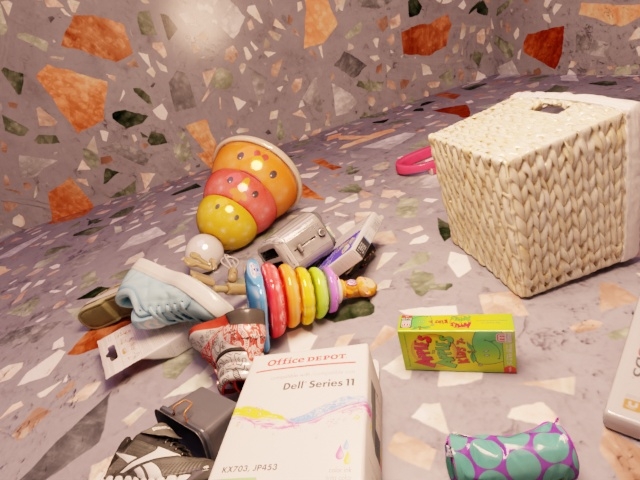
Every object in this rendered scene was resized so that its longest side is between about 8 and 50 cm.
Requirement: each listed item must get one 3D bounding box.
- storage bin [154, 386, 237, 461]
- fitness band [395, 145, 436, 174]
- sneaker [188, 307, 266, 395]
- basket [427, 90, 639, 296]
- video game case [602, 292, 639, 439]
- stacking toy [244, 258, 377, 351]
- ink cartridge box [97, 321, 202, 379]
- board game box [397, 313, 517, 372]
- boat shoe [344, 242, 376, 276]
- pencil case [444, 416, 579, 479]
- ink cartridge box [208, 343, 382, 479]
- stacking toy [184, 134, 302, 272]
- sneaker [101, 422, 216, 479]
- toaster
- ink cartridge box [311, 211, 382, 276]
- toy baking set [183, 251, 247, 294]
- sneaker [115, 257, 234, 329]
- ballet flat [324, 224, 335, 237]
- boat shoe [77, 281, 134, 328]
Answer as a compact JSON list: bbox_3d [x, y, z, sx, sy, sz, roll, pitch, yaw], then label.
[{"bbox_3d":[-0.202,0.304,0.683,0.135,0.098,0.091,5,23,36],"label":"storage bin"},{"bbox_3d":[0.439,-0.322,1.592,0.290,0.054,0.209,-23,24,-16],"label":"fitness band"},{"bbox_3d":[-0.197,0.235,0.800,0.270,0.090,0.145,-30,55,44],"label":"sneaker"},{"bbox_3d":[0.442,-0.110,0.868,0.266,0.332,0.328,-23,26,-2],"label":"basket"},{"bbox_3d":[0.589,0.187,0.512,0.328,0.036,0.300,11,37,43],"label":"video game case"},{"bbox_3d":[-0.012,0.119,0.901,0.301,0.166,0.175,-6,25,-14],"label":"stacking toy"},{"bbox_3d":[-0.406,0.238,0.971,0.224,0.056,0.181,-32,30,-23],"label":"ink cartridge box"},{"bbox_3d":[0.229,0.174,0.680,0.181,0.092,0.043,-5,29,21],"label":"board game box"},{"bbox_3d":[0.106,0.051,1.043,0.049,0.042,0.133,-35,11,47],"label":"boat shoe"},{"bbox_3d":[0.237,0.273,0.511,0.151,0.065,0.070,-11,51,9],"label":"pencil case"},{"bbox_3d":[-0.019,0.275,0.591,0.207,0.119,0.354,-10,27,13],"label":"ink cartridge box"},{"bbox_3d":[-0.291,-0.084,1.350,0.350,0.351,0.480,0,49,29],"label":"stacking toy"},{"bbox_3d":[-0.237,0.326,0.601,0.234,0.078,0.106,-19,47,25],"label":"sneaker"},{"bbox_3d":[-0.075,0.016,1.097,0.146,0.129,0.227,-35,9,-28],"label":"toaster"},{"bbox_3d":[0.056,0.033,1.069,0.208,0.045,0.206,-37,11,36],"label":"ink cartridge box"},{"bbox_3d":[-0.245,0.084,1.070,0.256,0.030,0.196,14,21,-50],"label":"toy baking set"},{"bbox_3d":[-0.348,0.156,0.934,0.365,0.135,0.150,11,64,39],"label":"sneaker"},{"bbox_3d":[0.000,0.000,1.183,0.057,0.052,0.168,-48,4,-17],"label":"ballet flat"},{"bbox_3d":[-0.527,0.153,1.133,0.302,0.113,0.103,-15,32,5],"label":"boat shoe"}]
